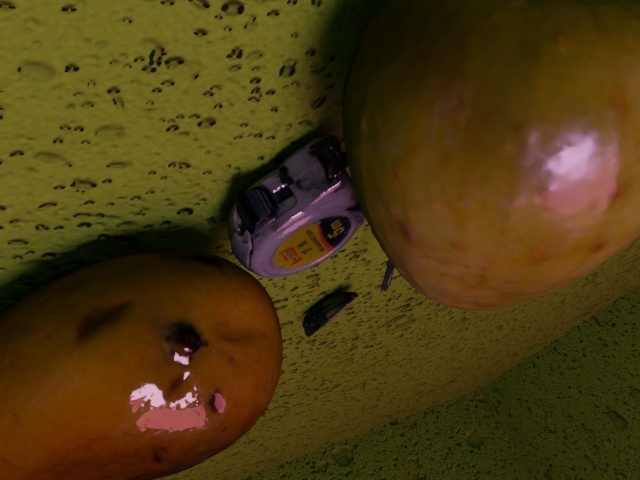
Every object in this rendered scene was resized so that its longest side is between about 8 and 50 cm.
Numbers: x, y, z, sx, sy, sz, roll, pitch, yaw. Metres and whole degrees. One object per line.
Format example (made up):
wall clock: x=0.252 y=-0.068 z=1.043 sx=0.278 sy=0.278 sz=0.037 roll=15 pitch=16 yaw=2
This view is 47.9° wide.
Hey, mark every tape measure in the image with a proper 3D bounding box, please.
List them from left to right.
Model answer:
tape measure: x=0.001 y=-0.001 z=0.824 sx=0.164 sy=0.084 sz=0.330 roll=-26 pitch=157 yaw=4

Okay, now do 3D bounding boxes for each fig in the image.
fig: x=0.139 y=-0.068 z=0.582 sx=0.258 sy=0.258 sz=0.326 roll=-17 pitch=144 yaw=-23

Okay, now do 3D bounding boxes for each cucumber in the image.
cucumber: x=0.016 y=0.108 z=1.160 sx=0.107 sy=0.035 sz=0.067 roll=-43 pitch=171 yaw=33

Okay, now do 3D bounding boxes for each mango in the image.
mango: x=-0.244 y=0.160 z=0.766 sx=0.445 sy=0.220 sz=0.301 roll=-26 pitch=166 yaw=27
